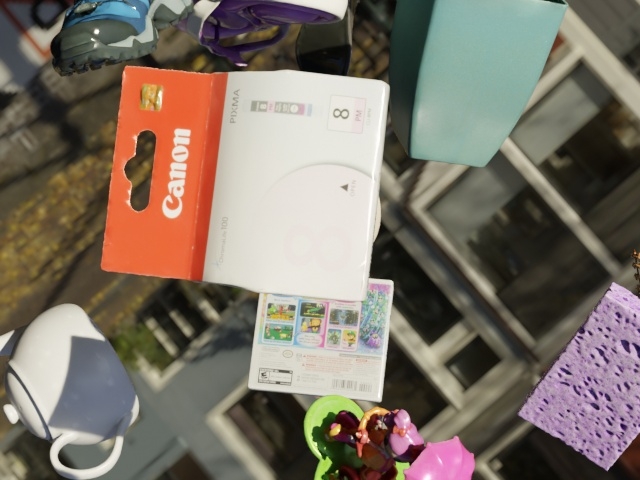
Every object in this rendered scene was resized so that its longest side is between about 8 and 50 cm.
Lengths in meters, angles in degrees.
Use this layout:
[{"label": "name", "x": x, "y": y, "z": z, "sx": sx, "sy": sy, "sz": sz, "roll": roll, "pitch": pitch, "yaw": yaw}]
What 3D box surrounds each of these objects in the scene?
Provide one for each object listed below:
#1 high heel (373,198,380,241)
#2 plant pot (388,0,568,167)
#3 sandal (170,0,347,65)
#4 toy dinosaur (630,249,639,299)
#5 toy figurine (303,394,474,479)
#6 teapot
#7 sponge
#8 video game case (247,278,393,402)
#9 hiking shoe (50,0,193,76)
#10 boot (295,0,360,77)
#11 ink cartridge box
[{"label": "high heel", "x": 0.000, "y": 0.000, "z": 1.586, "sx": 0.082, "sy": 0.117, "sz": 0.244, "roll": -8, "pitch": 131, "yaw": -28}, {"label": "plant pot", "x": 0.176, "y": -0.222, "z": 1.627, "sx": 0.165, "sy": 0.166, "sz": 0.234, "roll": -110, "pitch": -150, "yaw": -60}, {"label": "sandal", "x": -0.115, "y": -0.292, "z": 1.763, "sx": 0.416, "sy": 0.169, "sz": 0.102, "roll": 5, "pitch": -96, "yaw": 63}, {"label": "toy dinosaur", "x": 0.453, "y": 0.157, "z": 1.659, "sx": 0.218, "sy": 0.164, "sz": 0.322, "roll": -88, "pitch": -179, "yaw": -65}, {"label": "toy figurine", "x": 0.074, "y": 0.206, "z": 1.216, "sx": 0.130, "sy": 0.173, "sz": 0.159, "roll": -25, "pitch": 173, "yaw": -33}, {"label": "teapot", "x": -0.425, "y": 0.243, "z": 2.118, "sx": 0.187, "sy": 0.252, "sz": 0.256, "roll": -32, "pitch": -166, "yaw": -22}, {"label": "sponge", "x": 0.304, "y": 0.147, "z": 1.371, "sx": 0.031, "sy": 0.117, "sz": 0.210, "roll": -48, "pitch": 168, "yaw": -47}, {"label": "video game case", "x": 0.001, "y": 0.110, "z": 1.521, "sx": 0.019, "sy": 0.157, "sz": 0.143, "roll": 63, "pitch": 33, "yaw": -73}, {"label": "hiking shoe", "x": -0.227, "y": -0.263, "z": 1.379, "sx": 0.113, "sy": 0.132, "sz": 0.304, "roll": -13, "pitch": -159, "yaw": 12}, {"label": "boot", "x": 0.051, "y": -0.383, "z": 2.027, "sx": 0.229, "sy": 0.091, "sz": 0.263, "roll": -48, "pitch": 148, "yaw": -53}, {"label": "ink cartridge box", "x": -0.066, "y": -0.052, "z": 1.107, "sx": 0.066, "sy": 0.232, "sz": 0.189, "roll": 116, "pitch": -19, "yaw": -87}]
